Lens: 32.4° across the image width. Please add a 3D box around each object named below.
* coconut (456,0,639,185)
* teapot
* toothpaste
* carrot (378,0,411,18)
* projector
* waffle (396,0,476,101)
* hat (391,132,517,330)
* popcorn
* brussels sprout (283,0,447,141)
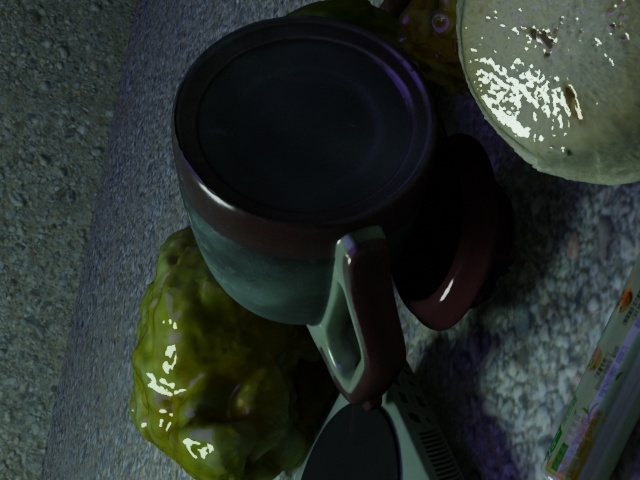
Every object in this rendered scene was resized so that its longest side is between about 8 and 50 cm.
[{"bbox_3d":[0.236,-0.168,0.806,0.237,0.266,0.237,26,130,36],"label":"coconut"},{"bbox_3d":[0.000,0.000,1.059,0.312,0.233,0.315,92,155,-60],"label":"teapot"},{"bbox_3d":[0.238,0.090,0.854,0.314,0.058,0.056,-67,-21,8],"label":"toothpaste"},{"bbox_3d":[0.122,-0.335,1.416,0.298,0.078,0.078,128,150,-50],"label":"carrot"},{"bbox_3d":[0.052,0.282,1.125,0.259,0.079,0.257,-65,24,22],"label":"projector"},{"bbox_3d":[0.163,-0.168,0.997,0.160,0.211,0.055,-13,63,66],"label":"waffle"},{"bbox_3d":[0.140,-0.007,1.104,0.205,0.089,0.205,-171,90,-69],"label":"hat"},{"bbox_3d":[-0.127,0.144,1.369,0.294,0.292,0.334,-22,75,19],"label":"popcorn"},{"bbox_3d":[0.027,-0.158,1.326,0.294,0.227,0.259,-7,58,40],"label":"brussels sprout"}]
